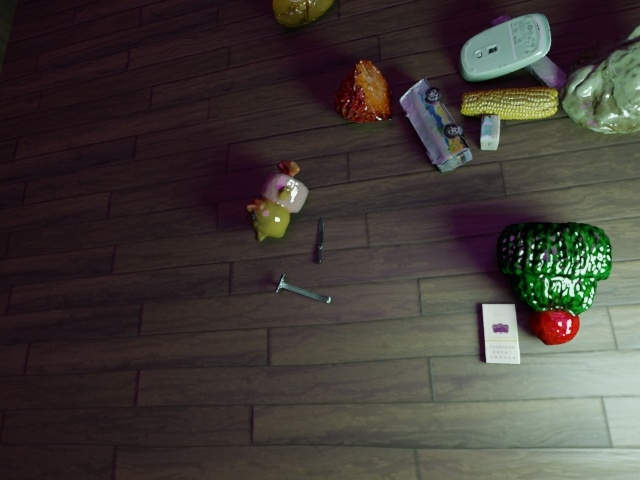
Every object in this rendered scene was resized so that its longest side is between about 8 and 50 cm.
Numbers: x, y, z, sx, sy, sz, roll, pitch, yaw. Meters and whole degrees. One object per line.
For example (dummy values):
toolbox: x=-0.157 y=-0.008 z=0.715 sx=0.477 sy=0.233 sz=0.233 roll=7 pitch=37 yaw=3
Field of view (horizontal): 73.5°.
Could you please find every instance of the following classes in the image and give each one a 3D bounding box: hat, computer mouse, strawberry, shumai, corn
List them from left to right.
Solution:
strawberry: x=0.141 y=-0.501 z=1.517 sx=0.178 sy=0.234 sz=0.233 roll=-14 pitch=67 yaw=42
computer mouse: x=0.599 y=-0.627 z=1.415 sx=0.289 sy=0.097 sz=0.159 roll=-11 pitch=88 yaw=33
corn: x=0.613 y=-0.439 z=1.379 sx=0.311 sy=0.101 sz=0.101 roll=3 pitch=74 yaw=17
hat: x=0.615 y=0.117 z=1.145 sx=0.274 sy=0.242 sz=0.331 roll=1 pitch=86 yaw=29
shumai: x=0.883 y=-0.486 z=1.210 sx=0.304 sy=0.263 sz=0.309 roll=-17 pitch=76 yaw=-4

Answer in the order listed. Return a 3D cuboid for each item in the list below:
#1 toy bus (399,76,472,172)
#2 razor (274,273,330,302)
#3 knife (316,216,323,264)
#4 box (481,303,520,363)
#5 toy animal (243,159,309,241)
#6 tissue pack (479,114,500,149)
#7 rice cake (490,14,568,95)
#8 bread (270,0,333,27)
toy bus: x=0.380 y=-0.383 z=1.429 sx=0.138 sy=0.112 sz=0.316 roll=-30 pitch=66 yaw=16
razor: x=-0.055 y=0.170 z=1.414 sx=0.191 sy=0.037 sz=0.068 roll=16 pitch=74 yaw=18
knife: x=0.000 y=0.000 z=1.466 sx=0.023 sy=0.010 sz=0.170 roll=-2 pitch=71 yaw=16
box: x=0.515 y=0.266 z=1.228 sx=0.090 sy=0.024 sz=0.166 roll=-2 pitch=73 yaw=15
toy animal: x=-0.153 y=-0.125 z=1.475 sx=0.169 sy=0.195 sz=0.281 roll=37 pitch=80 yaw=-17
tissue pack: x=0.547 y=-0.349 z=1.384 sx=0.059 sy=0.074 sz=0.094 roll=4 pitch=72 yaw=20
rice cake: x=0.697 y=-0.617 z=1.432 sx=0.073 sy=0.056 sz=0.364 roll=-35 pitch=67 yaw=11
bread: x=-0.072 y=-0.966 z=1.690 sx=0.270 sy=0.195 sz=0.142 roll=-26 pitch=58 yaw=4
